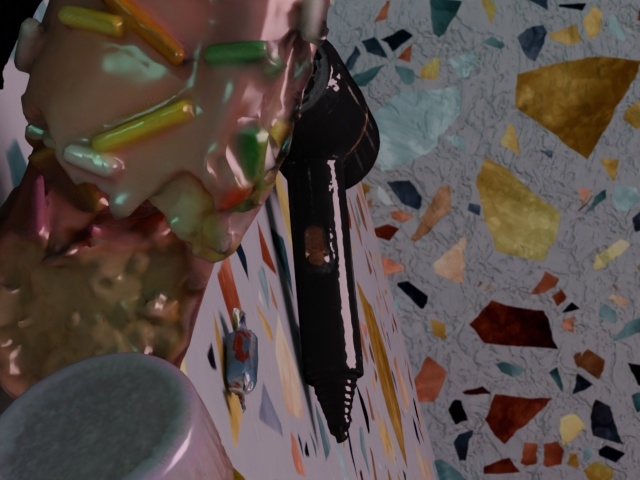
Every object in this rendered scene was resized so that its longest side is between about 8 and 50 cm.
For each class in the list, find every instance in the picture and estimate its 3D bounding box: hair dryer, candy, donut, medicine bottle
[{"bbox_3d":[0.000,0.000,1.286,0.189,0.107,0.352,52,30,-69],"label":"hair dryer"},{"bbox_3d":[-0.052,0.075,0.951,0.083,0.020,0.030,-92,166,-54],"label":"candy"},{"bbox_3d":[-0.056,-0.051,0.495,0.233,0.085,0.199,120,-14,-55],"label":"donut"},{"bbox_3d":[-0.039,0.135,0.476,0.122,0.122,0.212,-96,169,-54],"label":"medicine bottle"}]

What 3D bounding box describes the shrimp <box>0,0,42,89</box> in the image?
[{"bbox_3d":[-0.153,-0.159,0.442,0.365,0.071,0.233,-89,154,-64],"label":"shrimp"}]
